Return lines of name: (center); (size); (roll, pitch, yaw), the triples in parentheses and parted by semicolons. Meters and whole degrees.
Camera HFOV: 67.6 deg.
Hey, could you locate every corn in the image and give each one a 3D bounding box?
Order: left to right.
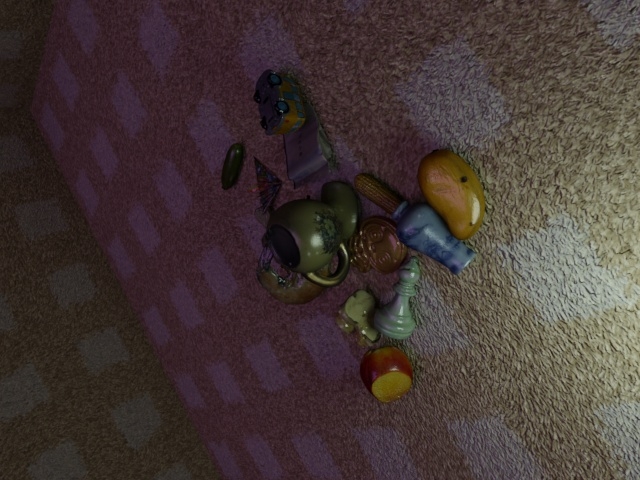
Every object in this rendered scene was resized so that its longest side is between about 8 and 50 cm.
corn: (0.184, -0.146, 1.512); (0.207, 0.068, 0.068); (41, 132, 24)

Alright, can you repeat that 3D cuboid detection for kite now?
kite: (-0.224, -0.227, 1.898); (0.183, 0.014, 0.241); (-13, 90, 36)

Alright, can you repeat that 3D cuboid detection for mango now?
mango: (0.366, -0.130, 1.317); (0.157, 0.109, 0.262); (-24, 96, 37)

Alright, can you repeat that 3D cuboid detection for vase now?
vase: (0.000, 0.000, 1.595); (0.241, 0.302, 0.329); (-8, 108, 50)

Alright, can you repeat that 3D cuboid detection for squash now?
squash: (-0.372, -0.295, 1.986); (0.066, 0.066, 0.252); (44, 135, 21)

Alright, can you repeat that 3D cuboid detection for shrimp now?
shrimp: (-0.097, 0.041, 1.785); (0.272, 0.085, 0.444); (6, 112, -6)

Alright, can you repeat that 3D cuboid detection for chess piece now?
chess piece: (0.267, 0.174, 1.556); (0.139, 0.139, 0.271); (27, 115, 34)

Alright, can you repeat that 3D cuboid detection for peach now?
peach: (0.230, 0.468, 1.671); (0.190, 0.190, 0.192); (-34, 65, 47)

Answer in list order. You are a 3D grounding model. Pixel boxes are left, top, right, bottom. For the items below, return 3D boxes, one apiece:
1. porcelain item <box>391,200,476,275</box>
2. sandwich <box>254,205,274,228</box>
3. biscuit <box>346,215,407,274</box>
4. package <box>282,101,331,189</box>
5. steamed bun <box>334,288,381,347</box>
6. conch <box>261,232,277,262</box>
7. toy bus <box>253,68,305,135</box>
porcelain item: (0.324, -0.014, 1.395); (0.259, 0.141, 0.141); (40, 133, 11)
sandwich: (-0.226, -0.106, 1.954); (0.105, 0.036, 0.093); (39, 132, 26)
biscuit: (0.169, 0.021, 1.628); (0.289, 0.044, 0.202); (-8, 103, 44)
package: (-0.055, -0.325, 1.675); (0.204, 0.062, 0.250); (-20, 81, 47)
steamed bun: (0.136, 0.269, 1.674); (0.177, 0.192, 0.106); (43, 136, -7)
conch: (-0.159, 0.040, 1.889); (0.155, 0.130, 0.207); (50, 151, 33)
toy bus: (-0.132, -0.460, 1.608); (0.126, 0.136, 0.209); (-32, 68, 50)
